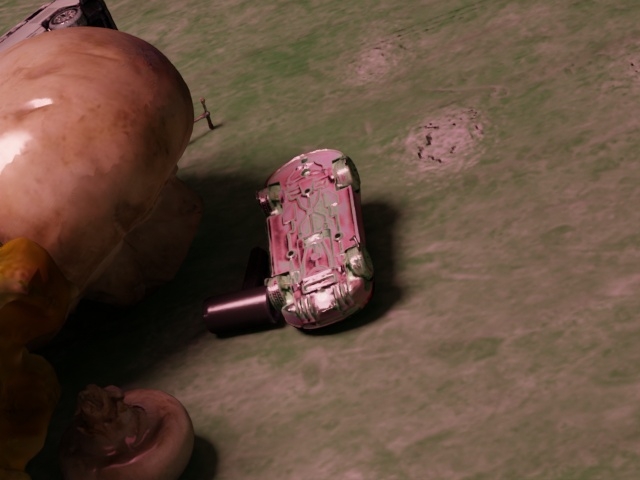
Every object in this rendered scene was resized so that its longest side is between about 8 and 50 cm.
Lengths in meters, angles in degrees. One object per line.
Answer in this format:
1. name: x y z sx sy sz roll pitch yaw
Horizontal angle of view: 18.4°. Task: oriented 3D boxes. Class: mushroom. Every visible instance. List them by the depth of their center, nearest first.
1. mushroom: -0.121 0.115 1.183 0.085 0.079 0.085 -16 32 10
2. mushroom: -0.184 -0.028 1.323 0.255 0.184 0.254 -46 32 39

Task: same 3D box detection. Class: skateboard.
1. skateboard: -0.109 -0.068 1.476 0.083 0.032 0.064 -34 46 -15

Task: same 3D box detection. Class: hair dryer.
1. hair dryer: -0.049 0.029 1.314 0.047 0.026 0.083 -10 32 14

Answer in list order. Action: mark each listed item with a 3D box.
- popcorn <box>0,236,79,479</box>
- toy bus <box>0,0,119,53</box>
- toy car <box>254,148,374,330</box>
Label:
1. popcorn: -0.278 0.068 1.127 0.270 0.258 0.224 -40 -2 2
2. toy bus: -0.243 -0.115 1.563 0.089 0.087 0.194 11 45 47
3. toy car: 0.000 0.000 1.302 0.069 0.055 0.142 -21 44 14
